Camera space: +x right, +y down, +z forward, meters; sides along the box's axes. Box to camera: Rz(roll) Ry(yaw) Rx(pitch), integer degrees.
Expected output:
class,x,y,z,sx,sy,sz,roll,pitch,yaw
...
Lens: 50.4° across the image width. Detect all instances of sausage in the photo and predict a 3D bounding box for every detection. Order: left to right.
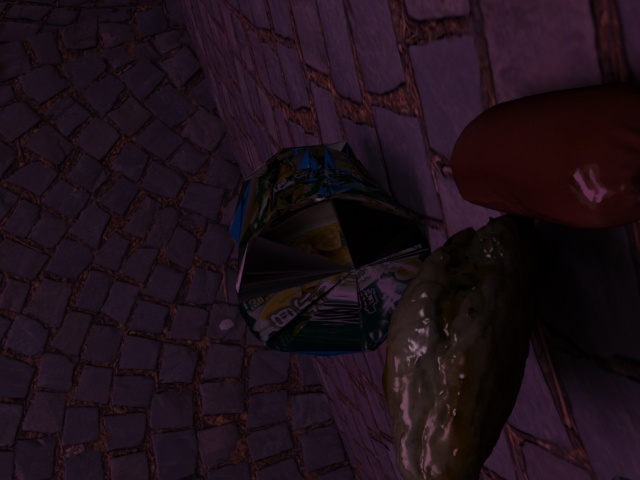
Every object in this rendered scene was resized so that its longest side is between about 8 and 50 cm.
class,x,y,z,sx,sy,sz,roll,pitch,yaw
sausage,0.131,-0.049,0.395,0.194,0.077,0.077,-149,40,-77

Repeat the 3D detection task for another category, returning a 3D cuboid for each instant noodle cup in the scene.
class,x,y,z,sx,sy,sz,roll,pitch,yaw
instant noodle cup,0.000,0.000,0.838,0.178,0.240,0.240,-109,5,-55

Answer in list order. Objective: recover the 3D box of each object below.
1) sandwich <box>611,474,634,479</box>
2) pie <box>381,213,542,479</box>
class,x,y,z,sx,sy,sz,roll,pitch,yaw
sandwich,0.164,0.260,0.279,0.131,0.262,0.325,104,145,-64
pie,0.098,0.073,0.474,0.248,0.090,0.201,1,-79,-71
